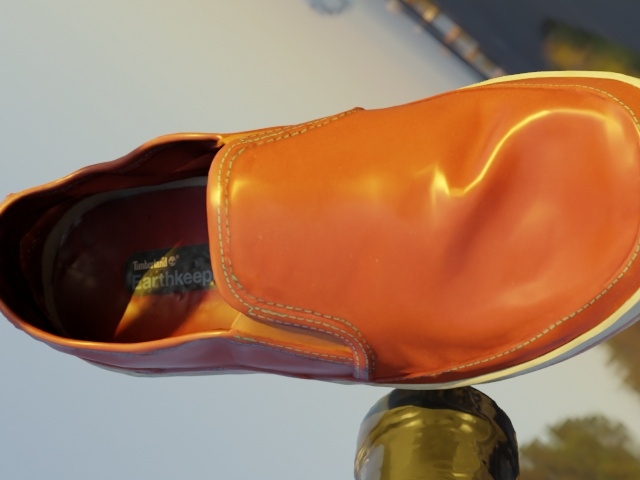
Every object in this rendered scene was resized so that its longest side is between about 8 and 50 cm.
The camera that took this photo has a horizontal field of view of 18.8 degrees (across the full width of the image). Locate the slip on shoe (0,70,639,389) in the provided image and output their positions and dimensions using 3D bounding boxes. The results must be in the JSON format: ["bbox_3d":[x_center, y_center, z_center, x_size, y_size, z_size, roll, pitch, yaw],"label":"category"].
[{"bbox_3d":[0.000,0.000,0.783,0.331,0.123,0.101,-7,171,31],"label":"slip on shoe"}]

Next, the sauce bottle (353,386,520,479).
[{"bbox_3d":[0.039,0.175,0.687,0.111,0.111,0.344,38,-151,-16],"label":"sauce bottle"}]
